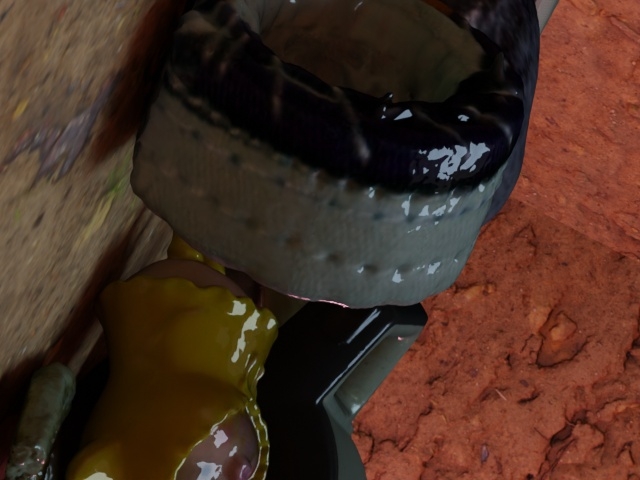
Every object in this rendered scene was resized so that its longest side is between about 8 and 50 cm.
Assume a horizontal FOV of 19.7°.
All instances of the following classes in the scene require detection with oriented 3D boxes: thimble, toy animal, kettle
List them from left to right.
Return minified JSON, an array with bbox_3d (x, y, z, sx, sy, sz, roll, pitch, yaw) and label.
[{"bbox_3d":[-0.102,0.097,1.287,0.156,0.156,0.230,103,1,-69],"label":"toy animal"},{"bbox_3d":[-0.048,0.173,1.540,0.361,0.250,0.377,-41,169,-6],"label":"kettle"},{"bbox_3d":[-0.001,-0.071,1.126,0.237,0.237,0.150,-53,166,-60],"label":"thimble"}]

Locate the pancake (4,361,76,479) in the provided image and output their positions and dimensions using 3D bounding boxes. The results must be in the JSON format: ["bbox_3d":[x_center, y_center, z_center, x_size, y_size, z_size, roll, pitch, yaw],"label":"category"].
[{"bbox_3d":[-0.199,0.199,1.207,0.253,0.037,0.254,-167,-90,-87],"label":"pancake"}]

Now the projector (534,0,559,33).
[{"bbox_3d":[0.168,-0.316,1.662,0.163,0.177,0.242,-61,176,-36],"label":"projector"}]

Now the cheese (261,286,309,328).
[{"bbox_3d":[0.000,0.000,1.753,0.214,0.117,0.226,88,16,-67],"label":"cheese"}]

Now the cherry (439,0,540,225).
[{"bbox_3d":[0.071,-0.116,1.526,0.255,0.218,0.296,86,26,-67],"label":"cherry"}]

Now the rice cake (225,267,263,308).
[{"bbox_3d":[-0.078,0.060,1.874,0.270,0.055,0.049,80,26,-80],"label":"rice cake"}]
